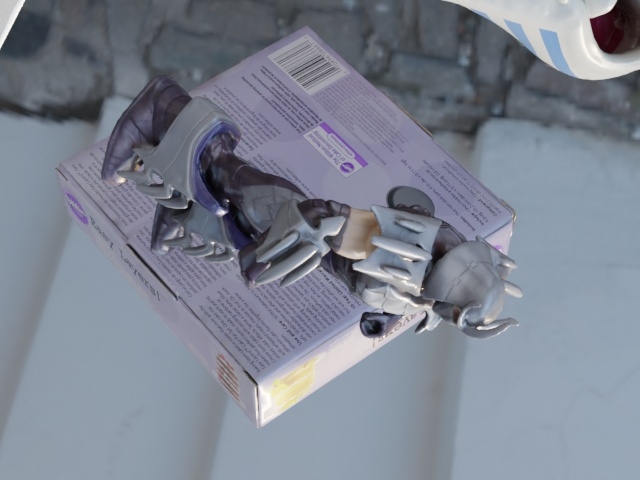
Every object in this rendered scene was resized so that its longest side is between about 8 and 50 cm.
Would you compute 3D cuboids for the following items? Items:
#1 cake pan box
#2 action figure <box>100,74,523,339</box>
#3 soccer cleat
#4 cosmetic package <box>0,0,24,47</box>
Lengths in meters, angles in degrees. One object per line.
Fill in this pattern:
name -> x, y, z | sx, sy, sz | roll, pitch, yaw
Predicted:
cake pan box -> -0.031, -0.024, 1.217 | 0.267, 0.246, 0.070 | 44, 152, 27
action figure -> 0.000, 0.000, 0.956 | 0.285, 0.099, 0.185 | 24, 172, 36
soccer cleat -> 0.147, -0.222, 1.228 | 0.331, 0.116, 0.143 | 23, 170, -32
cosmetic package -> -0.309, -0.345, 1.410 | 0.197, 0.155, 0.365 | 21, 129, -23
